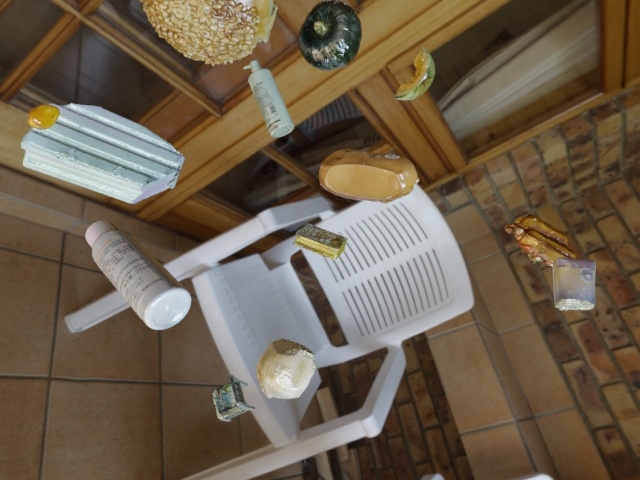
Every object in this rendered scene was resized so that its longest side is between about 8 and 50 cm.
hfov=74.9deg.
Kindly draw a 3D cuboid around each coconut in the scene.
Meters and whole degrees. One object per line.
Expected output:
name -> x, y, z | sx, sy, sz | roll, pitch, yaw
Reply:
coconut -> -0.117, 0.420, 1.344 | 0.194, 0.194, 0.194 | 45, 29, -35

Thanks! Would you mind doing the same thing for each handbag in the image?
handbag -> 0.792, 0.144, 1.310 | 0.095, 0.117, 0.173 | 60, 39, -62

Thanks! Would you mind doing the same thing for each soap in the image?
soap -> -0.708, -0.289, 1.418 | 0.446, 0.156, 0.261 | 19, 51, -20
soap -> 0.000, 0.001, 1.988 | 0.135, 0.233, 0.076 | -45, 149, -54

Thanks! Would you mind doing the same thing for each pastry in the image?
pastry -> -0.325, -0.691, 1.179 | 0.409, 0.409, 0.245 | 46, 49, -33

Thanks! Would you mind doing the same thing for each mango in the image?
mango -> -0.756, -0.341, 1.146 | 0.089, 0.046, 0.060 | -54, 137, -41

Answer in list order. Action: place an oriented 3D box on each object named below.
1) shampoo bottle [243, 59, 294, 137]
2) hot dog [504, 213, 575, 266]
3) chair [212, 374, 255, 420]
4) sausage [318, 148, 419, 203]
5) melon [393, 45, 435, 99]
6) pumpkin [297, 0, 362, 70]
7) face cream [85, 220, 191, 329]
shampoo bottle -> -0.174, -0.478, 1.389 | 0.085, 0.085, 0.262 | -12, 78, -65
hot dog -> 0.795, 0.011, 1.509 | 0.349, 0.117, 0.158 | 15, 52, -38
chair -> -0.405, 0.706, 1.857 | 0.270, 0.147, 0.136 | 74, -7, -64
sausage -> 0.114, -0.155, 1.007 | 0.136, 0.241, 0.120 | -49, 146, -62
melon -> 0.294, -0.469, 1.223 | 0.079, 0.160, 0.128 | 22, 22, -22
pumpkin -> 0.027, -0.642, 1.309 | 0.152, 0.211, 0.212 | 33, 35, -72
face cream -> -0.327, 0.046, 0.723 | 0.269, 0.082, 0.082 | 35, 8, 33
